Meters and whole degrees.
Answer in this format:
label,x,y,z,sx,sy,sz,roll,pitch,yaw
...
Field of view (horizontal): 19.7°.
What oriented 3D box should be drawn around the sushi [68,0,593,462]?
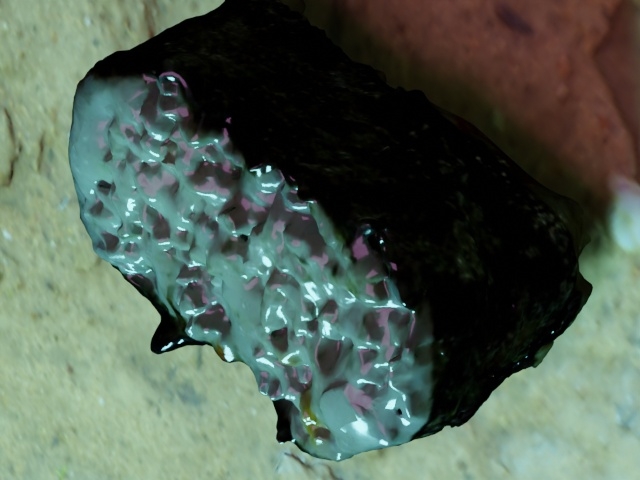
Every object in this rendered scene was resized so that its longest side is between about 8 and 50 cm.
label,x,y,z,sx,sy,sz,roll,pitch,yaw
sushi,0.000,0.000,0.723,0.212,0.115,0.147,33,130,35
